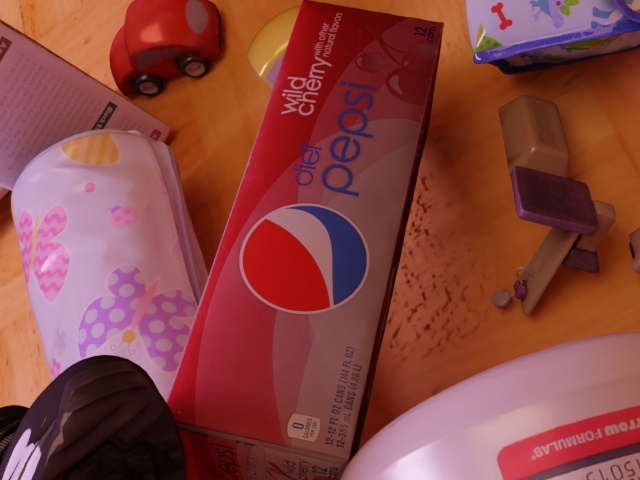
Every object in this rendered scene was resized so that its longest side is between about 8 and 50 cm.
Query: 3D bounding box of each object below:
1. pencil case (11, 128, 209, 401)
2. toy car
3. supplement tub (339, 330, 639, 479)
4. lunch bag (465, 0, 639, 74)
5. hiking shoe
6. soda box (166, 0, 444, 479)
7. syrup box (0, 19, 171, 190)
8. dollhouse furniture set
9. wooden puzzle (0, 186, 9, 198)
[{"bbox_3d":[-0.106,0.058,0.585,0.124,0.113,0.273,-48,50,28],"label":"pencil case"},{"bbox_3d":[-0.042,-0.196,0.691,0.239,0.053,0.225,18,81,36],"label":"toy car"},{"bbox_3d":[0.123,0.187,0.341,0.191,0.191,0.272,-27,58,20],"label":"supplement tub"},{"bbox_3d":[0.151,-0.165,0.516,0.151,0.096,0.129,-7,92,25],"label":"lunch bag"},{"bbox_3d":[-0.130,0.113,0.429,0.114,0.086,0.227,49,135,26],"label":"hiking shoe"},{"bbox_3d":[0.000,0.000,0.501,0.083,0.092,0.263,10,56,6],"label":"soda box"},{"bbox_3d":[-0.221,-0.097,0.645,0.093,0.237,0.096,33,91,37],"label":"syrup box"},{"bbox_3d":[0.129,-0.014,0.537,0.114,0.090,0.081,-88,14,-47],"label":"dollhouse furniture set"},{"bbox_3d":[-0.350,-0.054,0.819,0.239,0.044,0.221,-49,49,5],"label":"wooden puzzle"}]
